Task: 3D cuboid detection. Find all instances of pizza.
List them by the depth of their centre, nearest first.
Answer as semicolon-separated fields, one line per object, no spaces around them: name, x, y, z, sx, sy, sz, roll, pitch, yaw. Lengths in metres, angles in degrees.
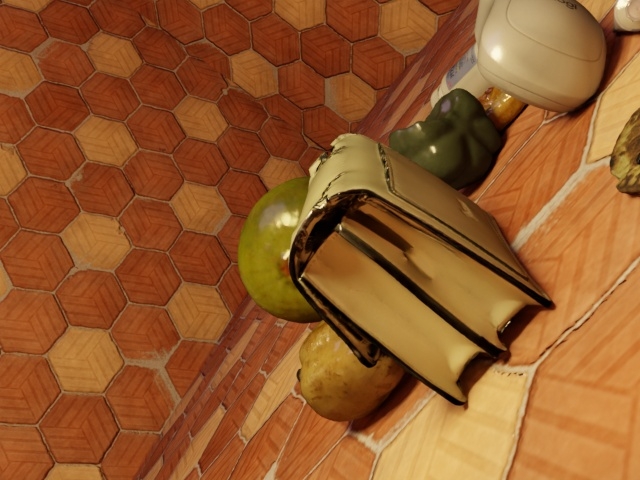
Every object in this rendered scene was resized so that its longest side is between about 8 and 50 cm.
pizza;0.299;-0.231;1.282;0.271;0.056;0.134;-46;19;43

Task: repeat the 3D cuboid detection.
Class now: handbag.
handbag;0.085;0.003;0.865;0.160;0.236;0.358;-50;8;14

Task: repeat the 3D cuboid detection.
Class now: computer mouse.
computer mouse;0.299;-0.286;1.044;0.297;0.184;0.121;-62;-6;-52

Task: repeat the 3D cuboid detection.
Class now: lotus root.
lotus root;0.032;0.157;0.952;0.221;0.118;0.125;-49;20;51

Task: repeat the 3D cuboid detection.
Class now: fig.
fig;0.000;0.000;1.380;0.258;0.258;0.326;-50;-4;30

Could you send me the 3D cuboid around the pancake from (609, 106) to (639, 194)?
pancake;0.333;-0.118;0.688;0.199;0.021;0.199;-53;8;10

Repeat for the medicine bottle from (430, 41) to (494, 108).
medicine bottle;0.295;-0.303;1.449;0.186;0.102;0.103;-44;13;54

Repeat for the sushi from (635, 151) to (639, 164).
sushi;0.293;-0.109;0.451;0.150;0.153;0.172;-26;-46;-67

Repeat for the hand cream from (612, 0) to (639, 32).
hand cream;0.406;-0.297;0.982;0.084;0.053;0.142;-50;-7;26

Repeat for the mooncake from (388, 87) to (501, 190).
mooncake;0.195;-0.159;1.197;0.104;0.168;0.175;-40;31;57
